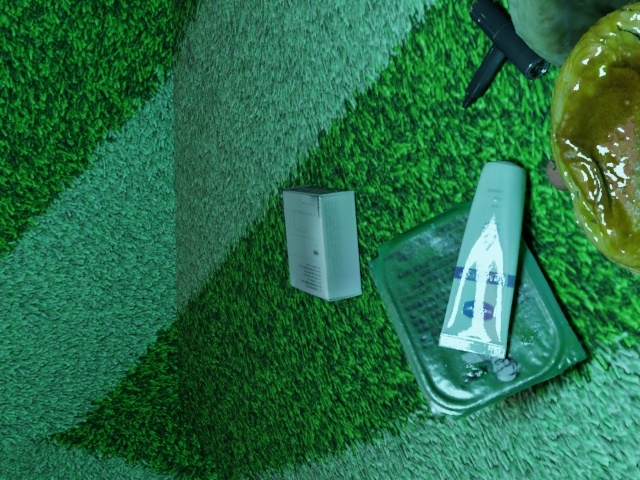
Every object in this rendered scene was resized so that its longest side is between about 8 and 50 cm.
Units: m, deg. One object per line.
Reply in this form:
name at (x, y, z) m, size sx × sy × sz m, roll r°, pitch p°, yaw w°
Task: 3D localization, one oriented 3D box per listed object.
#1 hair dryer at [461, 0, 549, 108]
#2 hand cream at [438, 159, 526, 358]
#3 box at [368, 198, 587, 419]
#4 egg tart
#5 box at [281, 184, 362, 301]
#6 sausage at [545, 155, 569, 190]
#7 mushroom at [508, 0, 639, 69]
hair dryer at (0.288, -0.273, 1.413) m, size 0.194 × 0.050 × 0.173 m, roll 102°, pitch 148°, yaw -45°
hand cream at (0.276, 0.025, 1.393) m, size 0.109 × 0.067 × 0.320 m, roll 9°, pitch 85°, yaw 23°
box at (0.259, 0.115, 1.450) m, size 0.106 × 0.264 × 0.336 m, roll 36°, pitch -151°, yaw -63°
egg tart at (0.431, -0.120, 1.030) m, size 0.352 × 0.150 × 0.351 m, roll 35°, pitch 133°, yaw 47°
box at (0.000, 0.000, 2.018) m, size 0.203 × 0.106 × 0.251 m, roll 13°, pitch 109°, yaw 61°
sausage at (0.388, -0.110, 1.236) m, size 0.154 × 0.062 × 0.062 m, roll -19°, pitch 82°, yaw 65°
mushroom at (0.359, -0.341, 1.052) m, size 0.247 × 0.130 × 0.344 m, roll 37°, pitch 142°, yaw -1°
